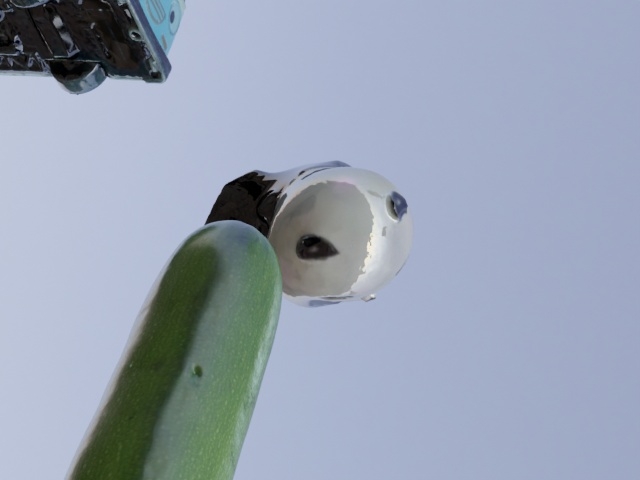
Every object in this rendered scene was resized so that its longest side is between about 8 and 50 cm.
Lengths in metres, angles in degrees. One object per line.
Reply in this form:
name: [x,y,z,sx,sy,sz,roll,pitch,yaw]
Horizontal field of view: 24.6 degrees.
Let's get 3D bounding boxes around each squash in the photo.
squash: [-0.100,0.132,0.905,0.101,0.101,0.379,-35,-150,41]

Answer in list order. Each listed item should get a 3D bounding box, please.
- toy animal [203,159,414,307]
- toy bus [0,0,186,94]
toy animal: [0.000,0.000,1.342,0.179,0.166,0.138,24,-38,60]
toy bus: [-0.245,-0.227,1.259,0.271,0.133,0.165,5,-126,22]
